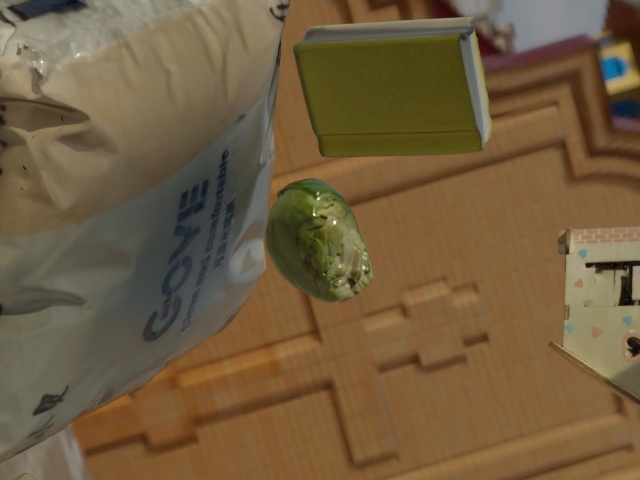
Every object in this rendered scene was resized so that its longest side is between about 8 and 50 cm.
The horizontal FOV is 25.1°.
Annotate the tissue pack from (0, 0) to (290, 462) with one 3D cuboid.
[{"bbox_3d":[-0.170,-0.041,1.099,0.390,0.195,0.376,-34,141,-49],"label":"tissue pack"}]

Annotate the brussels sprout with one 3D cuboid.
[{"bbox_3d":[-0.006,-0.001,2.044,0.145,0.131,0.183,7,-56,49],"label":"brussels sprout"}]

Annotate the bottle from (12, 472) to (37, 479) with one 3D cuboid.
[{"bbox_3d":[-0.346,0.374,1.816,0.152,0.099,0.099,38,-6,5],"label":"bottle"}]

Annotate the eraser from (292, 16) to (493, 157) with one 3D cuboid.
[{"bbox_3d":[0.087,-0.179,1.703,0.069,0.226,0.158,-58,141,-48],"label":"eraser"}]

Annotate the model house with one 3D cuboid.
[{"bbox_3d":[0.445,0.110,1.762,0.169,0.326,0.244,40,52,-57],"label":"model house"}]
